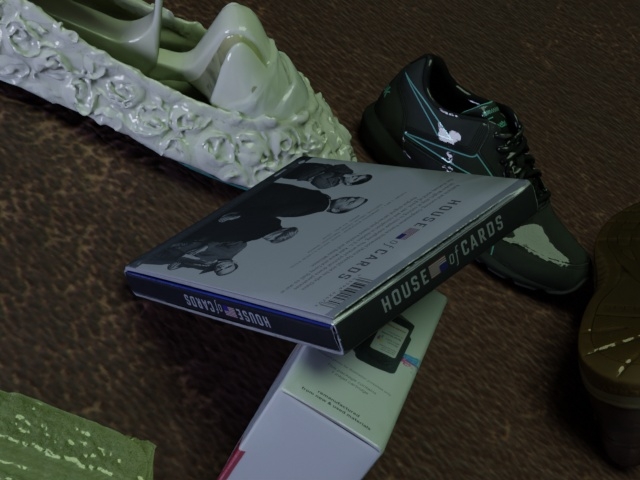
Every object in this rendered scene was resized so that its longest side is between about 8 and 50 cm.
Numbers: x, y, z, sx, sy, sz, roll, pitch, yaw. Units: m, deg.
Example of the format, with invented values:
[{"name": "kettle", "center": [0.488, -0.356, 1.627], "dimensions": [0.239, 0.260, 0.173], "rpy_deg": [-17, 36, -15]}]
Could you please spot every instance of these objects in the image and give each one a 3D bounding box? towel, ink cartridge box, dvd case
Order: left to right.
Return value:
[{"name": "towel", "center": [-0.165, 0.140, 0.709], "dimensions": [0.148, 0.027, 0.110], "rpy_deg": [22, 37, -19]}, {"name": "dvd case", "center": [0.000, 0.000, 0.827], "dimensions": [0.179, 0.029, 0.239], "rpy_deg": [-34, 27, -30]}, {"name": "ink cartridge box", "center": [0.005, 0.104, 0.802], "dimensions": [0.072, 0.127, 0.175], "rpy_deg": [32, 34, 0]}]

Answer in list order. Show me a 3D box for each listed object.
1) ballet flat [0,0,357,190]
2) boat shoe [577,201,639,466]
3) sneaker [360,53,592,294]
[{"name": "ballet flat", "center": [-0.130, -0.148, 0.991], "dimensions": [0.409, 0.147, 0.147], "rpy_deg": [20, 37, -20]}, {"name": "boat shoe", "center": [0.305, 0.072, 1.107], "dimensions": [0.123, 0.123, 0.342], "rpy_deg": [3, 30, 22]}, {"name": "sneaker", "center": [0.154, -0.060, 1.139], "dimensions": [0.267, 0.106, 0.101], "rpy_deg": [43, 34, 10]}]
